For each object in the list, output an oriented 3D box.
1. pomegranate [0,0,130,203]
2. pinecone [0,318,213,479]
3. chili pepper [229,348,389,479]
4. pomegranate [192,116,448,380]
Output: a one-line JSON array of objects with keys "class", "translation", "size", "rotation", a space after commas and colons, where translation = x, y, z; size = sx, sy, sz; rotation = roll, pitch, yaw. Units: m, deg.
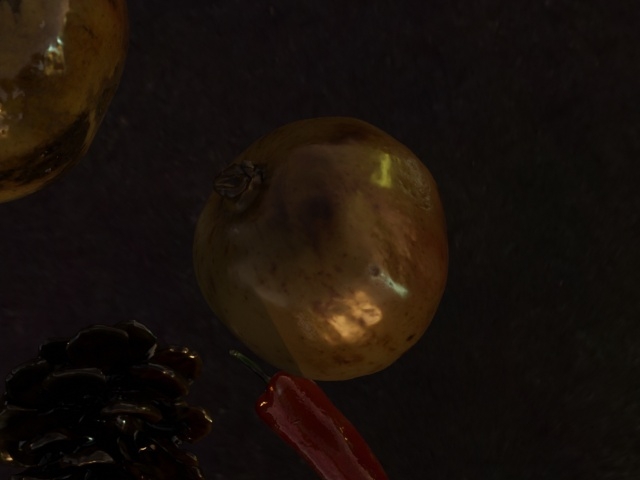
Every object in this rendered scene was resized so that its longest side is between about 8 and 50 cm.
[{"class": "pomegranate", "translation": [-0.352, -0.196, 1.410], "size": [0.322, 0.322, 0.322], "rotation": [-1, 77, 6]}, {"class": "pinecone", "translation": [-0.231, 0.222, 1.410], "size": [0.244, 0.244, 0.309], "rotation": [-15, 44, 3]}, {"class": "chili pepper", "translation": [0.007, 0.197, 1.278], "size": [0.272, 0.071, 0.063], "rotation": [45, 114, 16]}, {"class": "pomegranate", "translation": [0.000, 0.000, 1.072], "size": [0.215, 0.215, 0.215], "rotation": [-1, 77, 6]}]
